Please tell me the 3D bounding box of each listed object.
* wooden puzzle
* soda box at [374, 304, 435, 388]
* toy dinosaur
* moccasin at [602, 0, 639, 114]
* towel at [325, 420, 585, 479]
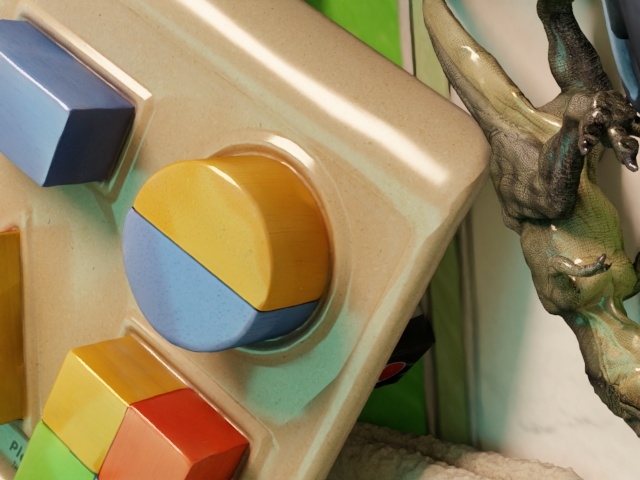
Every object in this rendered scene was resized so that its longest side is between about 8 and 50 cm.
[{"bbox_3d":[-0.118,0.016,0.718,0.322,0.080,0.348,38,112,26],"label":"wooden puzzle"},{"bbox_3d":[0.000,0.000,0.768,0.169,0.053,0.060,67,152,20],"label":"soda box"},{"bbox_3d":[0.096,-0.044,0.552,0.118,0.064,0.268,108,145,-57],"label":"toy dinosaur"},{"bbox_3d":[0.092,-0.183,0.406,0.117,0.138,0.342,-165,66,-66],"label":"moccasin"},{"bbox_3d":[0.069,0.194,0.729,0.282,0.049,0.187,2,102,65],"label":"towel"}]
